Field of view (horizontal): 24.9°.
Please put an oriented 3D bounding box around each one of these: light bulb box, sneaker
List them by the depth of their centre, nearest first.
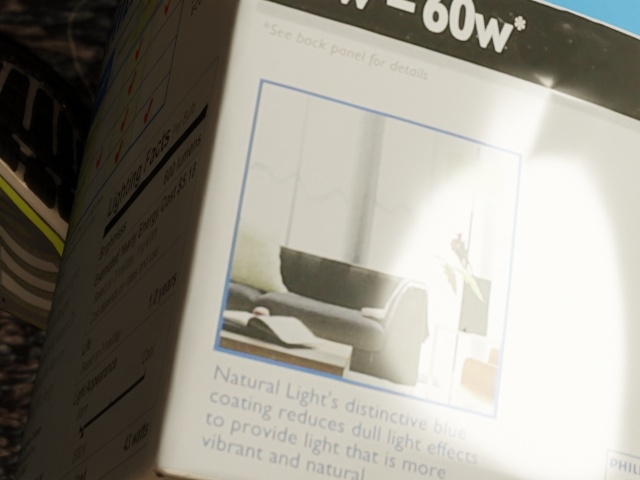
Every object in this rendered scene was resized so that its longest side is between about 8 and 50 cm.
[{"bbox_3d":[0.000,0.000,0.751,0.225,0.361,0.358,16,157,-17],"label":"light bulb box"},{"bbox_3d":[-0.197,-0.010,0.985,0.121,0.111,0.300,-16,130,18],"label":"sneaker"}]
